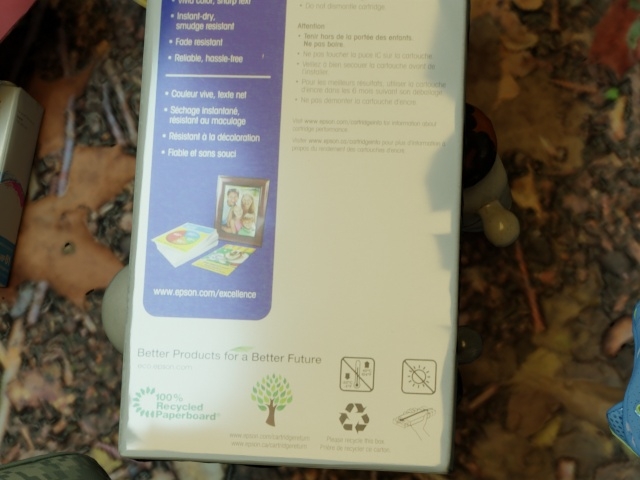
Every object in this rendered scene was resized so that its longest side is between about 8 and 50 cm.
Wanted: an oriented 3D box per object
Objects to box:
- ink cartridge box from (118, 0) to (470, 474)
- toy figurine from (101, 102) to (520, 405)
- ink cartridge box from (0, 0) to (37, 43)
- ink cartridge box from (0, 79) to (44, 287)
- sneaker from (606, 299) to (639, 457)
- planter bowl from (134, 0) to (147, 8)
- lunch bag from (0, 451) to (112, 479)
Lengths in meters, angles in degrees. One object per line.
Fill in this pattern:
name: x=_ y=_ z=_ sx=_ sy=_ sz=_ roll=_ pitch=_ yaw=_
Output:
ink cartridge box: x=-0.008 y=-0.051 z=0.825 sx=0.165 sy=0.065 sz=0.332 roll=3 pitch=83 yaw=7
toy figurine: x=0.000 y=0.000 z=0.915 sx=0.210 sy=0.148 sz=0.213 roll=17 pitch=81 yaw=15
ink cartridge box: x=-0.320 y=-0.118 z=0.985 sx=0.283 sy=0.117 sz=0.207 roll=-49 pitch=42 yaw=-1
ink cartridge box: x=-0.232 y=-0.039 z=1.024 sx=0.089 sy=0.052 sz=0.122 roll=8 pitch=80 yaw=13
sneaker: x=0.230 y=0.126 z=0.883 sx=0.126 sy=0.091 sz=0.240 roll=-15 pitch=75 yaw=28
planter bowl: x=-0.036 y=-0.218 z=1.001 sx=0.217 sy=0.090 sz=0.217 roll=-3 pitch=77 yaw=12
lunch bag: x=-0.153 y=0.299 z=0.812 sx=0.256 sy=0.212 sz=0.305 roll=43 pitch=113 yaw=25
